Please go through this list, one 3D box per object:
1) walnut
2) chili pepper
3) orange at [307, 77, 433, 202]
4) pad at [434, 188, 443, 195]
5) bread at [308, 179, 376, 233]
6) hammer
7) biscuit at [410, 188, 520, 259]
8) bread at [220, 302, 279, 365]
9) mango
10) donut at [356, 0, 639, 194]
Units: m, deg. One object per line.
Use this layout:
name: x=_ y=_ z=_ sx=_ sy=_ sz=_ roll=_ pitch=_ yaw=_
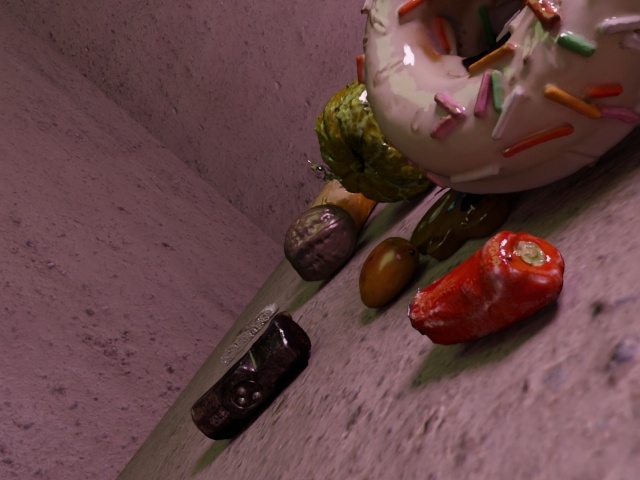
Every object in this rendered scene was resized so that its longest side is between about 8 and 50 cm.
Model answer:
walnut: x=0.002 y=0.000 z=1.152 sx=0.230 sy=0.178 sz=0.178 roll=-42 pitch=8 yaw=38
chili pepper: x=0.134 y=0.041 z=0.368 sx=0.123 sy=0.073 sz=0.070 roll=-45 pitch=48 yaw=50
orange: x=0.136 y=-0.229 z=0.977 sx=0.223 sy=0.300 sz=0.301 roll=-61 pitch=-7 yaw=-28
pad: x=0.285 y=-0.150 z=0.651 sx=0.170 sy=0.006 sz=0.245 roll=-39 pitch=1 yaw=-27
bread: x=0.068 y=-0.105 z=1.401 sx=0.236 sy=0.165 sz=0.375 roll=-49 pitch=4 yaw=47
hammer: x=-0.105 y=0.231 z=0.948 sx=0.242 sy=0.095 sz=0.409 roll=-48 pitch=0 yaw=8
biscuit: x=0.198 y=-0.044 z=0.633 sx=0.180 sy=0.039 sz=0.236 roll=-51 pitch=4 yaw=-15
bread: x=-0.156 y=0.202 z=1.051 sx=0.193 sy=0.036 sz=0.112 roll=-47 pitch=-3 yaw=20
mango: x=0.096 y=0.048 z=0.647 sx=0.114 sy=0.060 sz=0.080 roll=-50 pitch=20 yaw=19
donut: x=0.182 y=-0.233 z=0.473 sx=0.382 sy=0.142 sz=0.382 roll=-6 pitch=83 yaw=57
